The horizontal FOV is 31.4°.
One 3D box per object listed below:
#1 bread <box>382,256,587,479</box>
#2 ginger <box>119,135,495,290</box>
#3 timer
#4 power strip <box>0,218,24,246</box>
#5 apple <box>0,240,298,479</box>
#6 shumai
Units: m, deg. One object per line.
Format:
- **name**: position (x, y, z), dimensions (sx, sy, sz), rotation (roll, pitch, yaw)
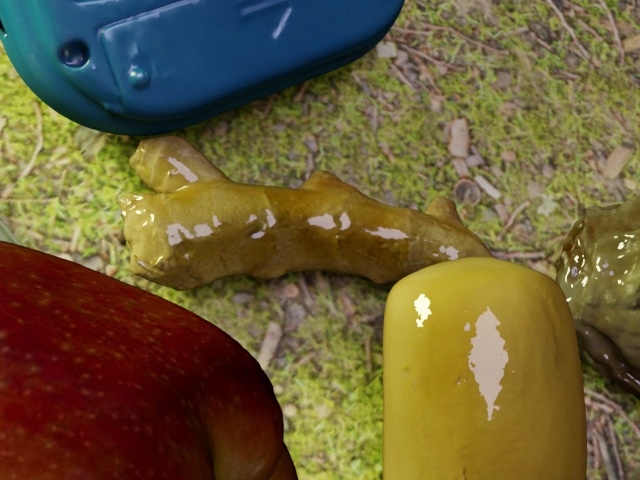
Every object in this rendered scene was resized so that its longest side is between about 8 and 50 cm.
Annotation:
- **bread**: position (0.117, 0.118, 0.783), dimensions (0.147, 0.098, 0.217), rotation (-2, 85, -18)
- **ginger**: position (-0.001, 0.001, 0.845), dimensions (0.299, 0.065, 0.118), rotation (12, 69, -15)
- **timer**: position (-0.091, -0.252, 0.840), dimensions (0.340, 0.115, 0.309), rotation (-25, 106, -24)
- **power strip**: position (-0.265, -0.006, 0.775), dimensions (0.078, 0.052, 0.272), rotation (-38, 80, -28)
- **apple**: position (-0.179, 0.141, 0.589), dimensions (0.317, 0.288, 0.288), rotation (6, 61, 14)
- **shumai**: position (0.296, 0.033, 0.856), dimensions (0.206, 0.175, 0.166), rotation (18, 62, -12)
